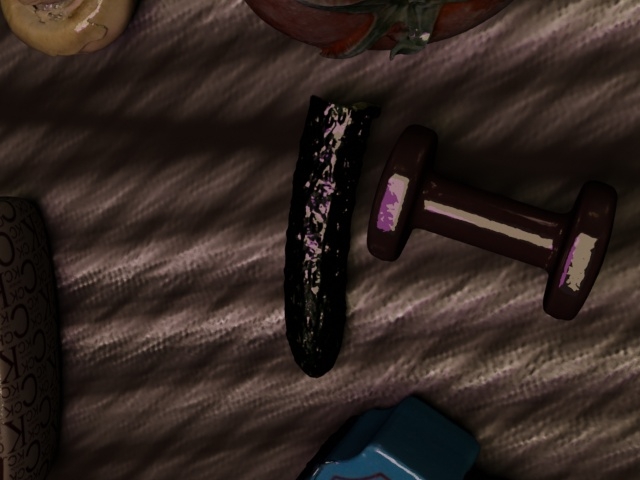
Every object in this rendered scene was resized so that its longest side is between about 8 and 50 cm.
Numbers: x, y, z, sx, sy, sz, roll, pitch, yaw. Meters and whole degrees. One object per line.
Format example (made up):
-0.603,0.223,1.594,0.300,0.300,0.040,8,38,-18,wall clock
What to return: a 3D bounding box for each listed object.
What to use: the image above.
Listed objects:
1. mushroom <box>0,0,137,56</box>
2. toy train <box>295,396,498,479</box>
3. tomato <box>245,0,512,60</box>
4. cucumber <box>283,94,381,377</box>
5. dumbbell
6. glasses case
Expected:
-0.260,-0.265,1.064,0.154,0.122,0.154,4,100,20,mushroom
0.070,0.343,1.101,0.265,0.188,0.300,34,112,9,toy train
0.058,-0.299,0.873,0.316,0.316,0.282,-14,75,17,tomato
0.000,0.000,1.086,0.081,0.072,0.303,13,107,11,cucumber
0.164,-0.018,1.012,0.225,0.124,0.140,18,108,10,dumbbell
-0.352,0.127,1.175,0.085,0.137,0.355,3,104,13,glasses case
